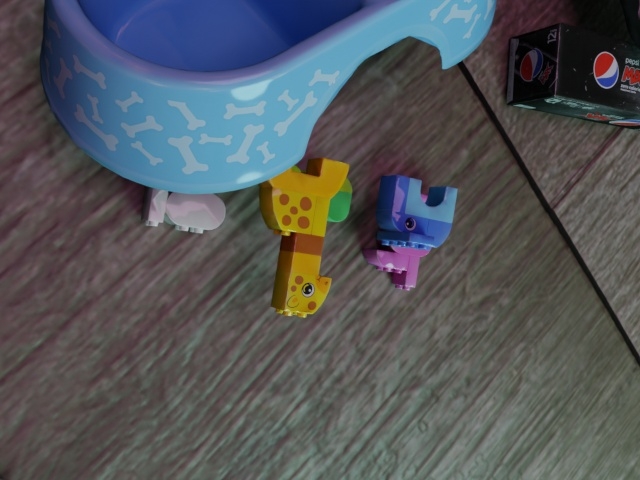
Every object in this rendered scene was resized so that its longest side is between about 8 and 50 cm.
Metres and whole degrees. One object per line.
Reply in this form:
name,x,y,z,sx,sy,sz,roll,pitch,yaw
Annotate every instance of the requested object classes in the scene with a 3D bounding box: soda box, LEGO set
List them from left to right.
LEGO set,0.000,0.000,0.431,0.227,0.087,0.093,10,88,-27
soda box,0.235,-0.131,0.568,0.169,0.053,0.060,4,90,-29

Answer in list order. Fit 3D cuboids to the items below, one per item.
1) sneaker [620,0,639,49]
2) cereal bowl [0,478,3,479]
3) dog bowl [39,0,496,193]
sneaker,0.388,-0.193,0.576,0.447,0.169,0.257,33,72,-17
cereal bowl,-0.254,0.257,0.280,0.339,0.141,0.339,-1,93,-27
dog bowl,-0.014,-0.148,0.379,0.297,0.074,0.166,-35,76,-21
